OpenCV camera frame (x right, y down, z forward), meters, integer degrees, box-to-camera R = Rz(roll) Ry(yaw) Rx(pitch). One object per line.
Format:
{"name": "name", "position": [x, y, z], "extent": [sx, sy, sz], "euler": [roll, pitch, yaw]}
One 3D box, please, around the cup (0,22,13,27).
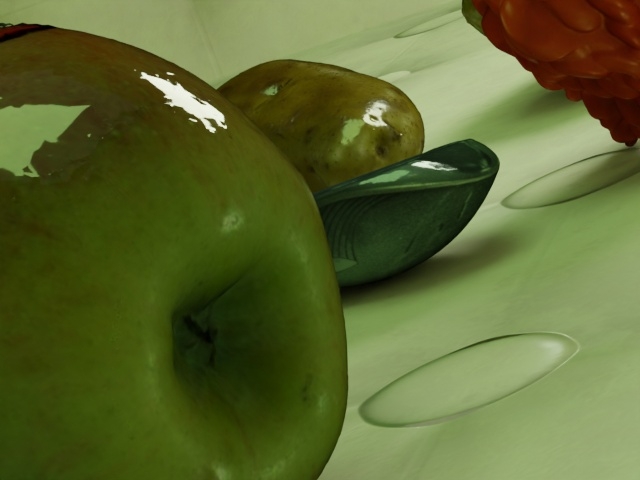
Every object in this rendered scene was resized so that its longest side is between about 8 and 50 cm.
{"name": "cup", "position": [-0.233, 0.026, 1.360], "extent": [0.253, 0.253, 0.274], "euler": [-8, 47, 47]}

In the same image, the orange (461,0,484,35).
{"name": "orange", "position": [0.326, -0.299, 2.196], "extent": [0.271, 0.210, 0.369], "euler": [-41, -5, 37]}

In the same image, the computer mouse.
{"name": "computer mouse", "position": [0.000, 0.000, 1.695], "extent": [0.379, 0.090, 0.167], "euler": [-16, 4, 43]}

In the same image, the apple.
{"name": "apple", "position": [-0.145, 0.048, 1.095], "extent": [0.338, 0.338, 0.305], "euler": [-28, 23, -33]}

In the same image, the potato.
{"name": "potato", "position": [-0.018, -0.102, 2.057], "extent": [0.196, 0.176, 0.369], "euler": [4, 2, -29]}

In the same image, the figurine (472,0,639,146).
{"name": "figurine", "position": [0.337, -0.241, 1.725], "extent": [0.412, 0.306, 0.241], "euler": [-20, 51, -2]}
